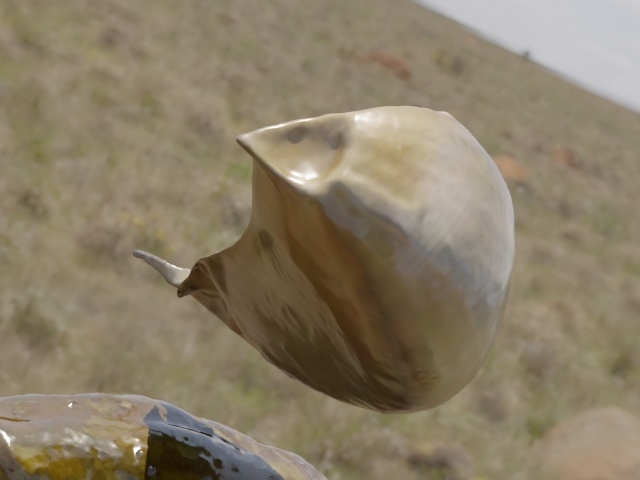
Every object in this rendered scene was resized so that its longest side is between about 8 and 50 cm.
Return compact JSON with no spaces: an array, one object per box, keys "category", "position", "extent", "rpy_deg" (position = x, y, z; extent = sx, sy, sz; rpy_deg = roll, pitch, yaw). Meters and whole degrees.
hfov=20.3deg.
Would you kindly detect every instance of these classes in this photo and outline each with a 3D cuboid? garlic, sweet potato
[{"category":"garlic","position":[0.009,0.009,1.085],"extent":[0.196,0.151,0.338],"rpy_deg":[32,-17,-8]},{"category":"sweet potato","position":[-0.088,0.189,1.200],"extent":[0.370,0.157,0.158],"rpy_deg":[15,11,-29]}]
